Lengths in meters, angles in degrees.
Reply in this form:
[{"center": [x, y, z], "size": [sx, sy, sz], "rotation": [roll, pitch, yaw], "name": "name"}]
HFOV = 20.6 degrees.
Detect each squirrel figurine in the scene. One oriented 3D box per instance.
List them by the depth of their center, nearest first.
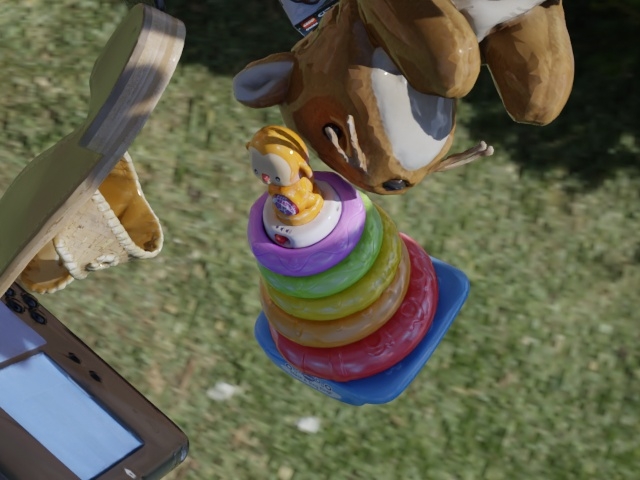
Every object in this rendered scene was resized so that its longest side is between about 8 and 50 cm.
[{"center": [0.074, -0.245, 1.451], "size": [0.281, 0.370, 0.397], "rotation": [-6, 56, -35], "name": "squirrel figurine"}]

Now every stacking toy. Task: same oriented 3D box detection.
[{"center": [0.000, 0.000, 1.533], "size": [0.165, 0.175, 0.302], "rotation": [-53, 147, -18], "name": "stacking toy"}]

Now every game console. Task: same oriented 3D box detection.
[{"center": [-0.292, 0.117, 1.564], "size": [0.342, 0.386, 0.060], "rotation": [36, 101, 6], "name": "game console"}]

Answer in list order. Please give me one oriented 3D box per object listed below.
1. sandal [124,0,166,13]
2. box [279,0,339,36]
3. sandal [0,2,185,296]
[{"center": [-0.171, -0.277, 1.648], "size": [0.040, 0.067, 0.179], "rotation": [-35, 130, -28], "name": "sandal"}, {"center": [0.039, -0.339, 1.811], "size": [0.233, 0.044, 0.159], "rotation": [-32, 71, 10], "name": "box"}, {"center": [-0.112, -0.018, 0.915], "size": [0.079, 0.240, 0.088], "rotation": [24, 41, -20], "name": "sandal"}]
